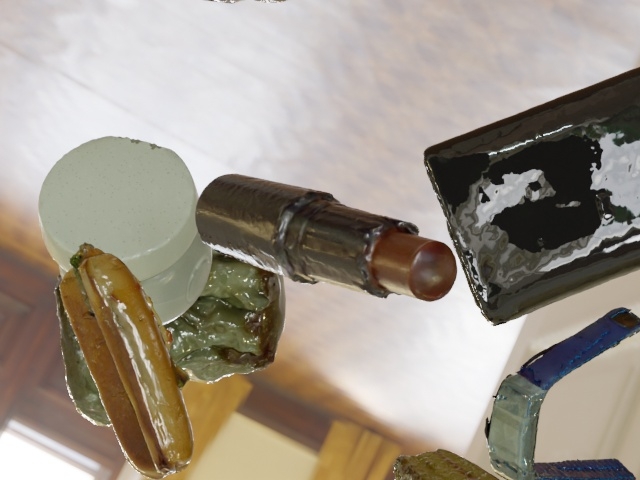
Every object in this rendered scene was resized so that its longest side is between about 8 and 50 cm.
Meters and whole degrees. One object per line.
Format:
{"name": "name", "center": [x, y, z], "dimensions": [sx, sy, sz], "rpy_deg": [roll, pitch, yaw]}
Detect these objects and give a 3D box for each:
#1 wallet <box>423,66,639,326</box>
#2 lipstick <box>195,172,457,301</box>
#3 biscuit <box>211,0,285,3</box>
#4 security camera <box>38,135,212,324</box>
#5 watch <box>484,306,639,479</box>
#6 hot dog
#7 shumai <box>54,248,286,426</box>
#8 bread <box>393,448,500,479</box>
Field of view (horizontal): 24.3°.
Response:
{"name": "wallet", "center": [0.342, -0.073, 1.716], "dimensions": [0.406, 0.228, 0.062], "rpy_deg": [-20, 169, 2]}
{"name": "lipstick", "center": [0.000, 0.000, 1.236], "dimensions": [0.081, 0.081, 0.299], "rpy_deg": [40, 167, -37]}
{"name": "biscuit", "center": [-0.041, -0.323, 1.248], "dimensions": [0.325, 0.326, 0.107], "rpy_deg": [19, 156, 23]}
{"name": "security camera", "center": [-0.229, 0.010, 1.786], "dimensions": [0.194, 0.194, 0.236], "rpy_deg": [21, 150, 17]}
{"name": "watch", "center": [0.336, 0.260, 2.025], "dimensions": [0.068, 0.274, 0.276], "rpy_deg": [21, 125, 42]}
{"name": "hot dog", "center": [-0.188, 0.116, 1.494], "dimensions": [0.104, 0.076, 0.250], "rpy_deg": [-30, 79, 53]}
{"name": "shumai", "center": [-0.220, 0.098, 2.324], "dimensions": [0.323, 0.398, 0.324], "rpy_deg": [2, 163, 7]}
{"name": "bread", "center": [0.175, 0.361, 1.733], "dimensions": [0.110, 0.184, 0.234], "rpy_deg": [-11, -165, -17]}
